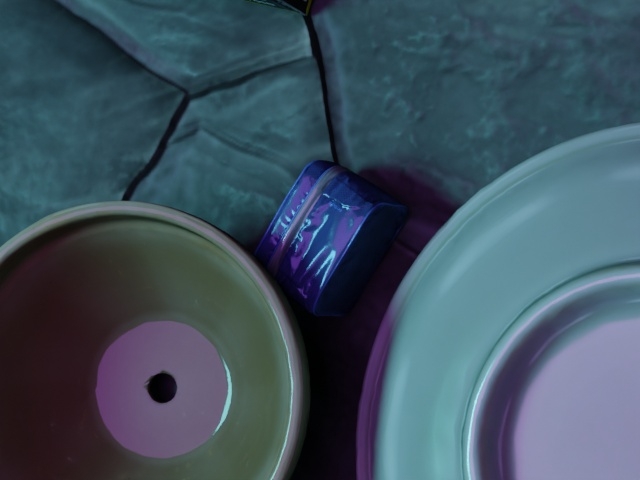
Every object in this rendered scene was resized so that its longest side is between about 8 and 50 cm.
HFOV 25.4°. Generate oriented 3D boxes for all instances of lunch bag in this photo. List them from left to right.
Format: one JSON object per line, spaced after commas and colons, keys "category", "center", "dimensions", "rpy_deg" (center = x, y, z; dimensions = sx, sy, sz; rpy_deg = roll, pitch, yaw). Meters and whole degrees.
{"category": "lunch bag", "center": [0.000, 0.000, 0.909], "dimensions": [0.065, 0.067, 0.098], "rpy_deg": [35, 99, 22]}

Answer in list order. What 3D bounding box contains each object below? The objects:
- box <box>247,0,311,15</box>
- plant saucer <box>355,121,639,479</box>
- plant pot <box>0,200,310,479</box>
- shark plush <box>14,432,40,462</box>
{"category": "box", "center": [-0.127, -0.318, 0.993], "dimensions": [0.322, 0.079, 0.257], "rpy_deg": [16, 92, 23]}
{"category": "plant saucer", "center": [0.193, 0.122, 0.799], "dimensions": [0.400, 0.100, 0.401], "rpy_deg": [-3, 83, 23]}
{"category": "plant pot", "center": [-0.117, 0.097, 0.913], "dimensions": [0.237, 0.110, 0.237], "rpy_deg": [-1, 86, 10]}
{"category": "shark plush", "center": [-0.173, 0.189, 0.983], "dimensions": [0.067, 0.073, 0.161], "rpy_deg": [-28, 88, 43]}
